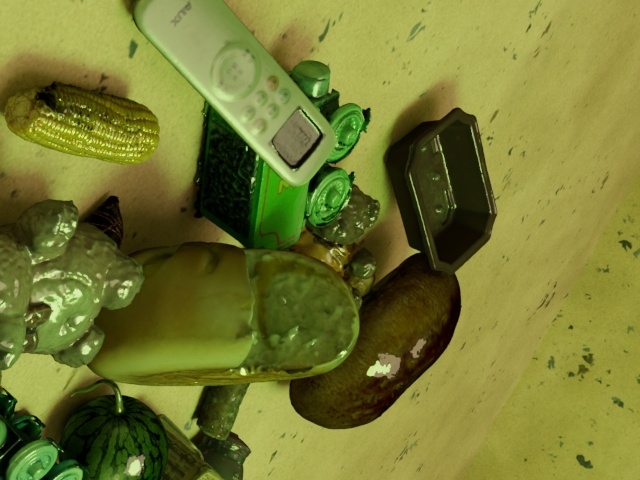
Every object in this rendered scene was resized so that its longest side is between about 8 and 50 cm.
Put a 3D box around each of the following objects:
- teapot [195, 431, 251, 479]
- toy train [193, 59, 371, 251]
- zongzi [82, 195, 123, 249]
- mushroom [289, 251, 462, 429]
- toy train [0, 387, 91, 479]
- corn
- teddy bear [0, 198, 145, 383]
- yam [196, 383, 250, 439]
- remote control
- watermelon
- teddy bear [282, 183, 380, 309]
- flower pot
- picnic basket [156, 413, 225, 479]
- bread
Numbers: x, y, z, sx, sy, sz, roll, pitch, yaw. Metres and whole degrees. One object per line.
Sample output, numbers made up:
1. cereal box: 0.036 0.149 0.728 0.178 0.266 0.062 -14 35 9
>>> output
1. teapot: -0.164 0.369 1.916 0.146 0.116 0.148 -62 154 -13
2. toy train: -0.051 -0.098 1.514 0.188 0.132 0.243 -29 143 -38
3. zongzi: -0.256 -0.003 1.352 0.083 0.073 0.067 -90 -169 -51
4. mushroom: 0.088 0.171 2.021 0.345 0.239 0.345 -22 158 -10
5. toy train: -0.372 0.275 1.406 0.163 0.112 0.203 -44 154 -12
6. corn: -0.232 -0.116 1.217 0.072 0.072 0.203 -61 155 11
7. teddy bear: -0.306 0.051 1.192 0.236 0.151 0.267 -57 162 18
8. yam: -0.115 0.175 1.825 0.061 0.061 0.274 -9 128 -59
9. remote control: -0.088 -0.171 1.311 0.090 0.038 0.309 -52 130 -10
10. watermelon: -0.262 0.254 1.547 0.140 0.140 0.187 -32 143 -43
11. teddy bear: 0.000 0.000 1.739 0.190 0.177 0.140 -62 -160 8
12. flower pot: 0.184 -0.082 1.949 0.179 0.084 0.251 -40 127 -34
13. picnic basket: -0.262 0.413 1.701 0.313 0.175 0.228 -50 155 -14
14. bread: -0.126 0.088 1.451 0.333 0.333 0.160 30 55 -66
